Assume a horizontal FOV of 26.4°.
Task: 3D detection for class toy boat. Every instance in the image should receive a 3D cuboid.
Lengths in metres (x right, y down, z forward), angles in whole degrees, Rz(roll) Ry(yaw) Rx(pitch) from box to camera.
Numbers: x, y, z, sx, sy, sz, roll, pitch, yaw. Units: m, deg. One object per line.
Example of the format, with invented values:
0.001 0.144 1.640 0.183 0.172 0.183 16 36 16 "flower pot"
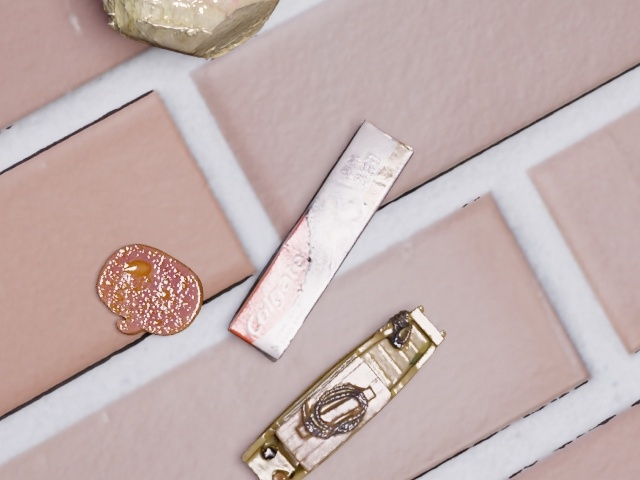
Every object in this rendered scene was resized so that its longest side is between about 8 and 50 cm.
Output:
0.022 0.133 1.146 0.200 0.077 0.057 -41 87 -5 "toy boat"

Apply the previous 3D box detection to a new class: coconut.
-0.104 -0.249 1.126 0.194 0.194 0.194 0 85 -2 "coconut"

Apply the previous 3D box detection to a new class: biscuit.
-0.149 0.047 1.177 0.091 0.015 0.078 33 86 1 "biscuit"

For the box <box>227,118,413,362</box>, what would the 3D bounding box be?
0.000 0.000 1.175 0.055 0.039 0.218 34 85 -1 "box"
